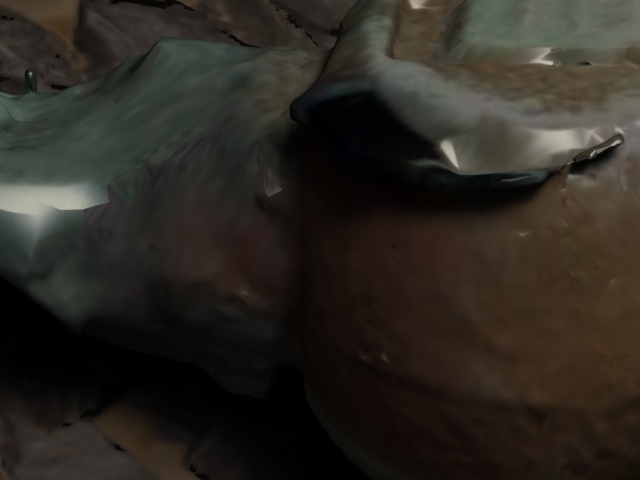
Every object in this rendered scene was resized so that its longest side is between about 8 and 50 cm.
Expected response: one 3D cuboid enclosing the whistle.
[{"bbox_3d":[0.000,0.000,0.573,0.348,0.189,0.189,4,48,7],"label":"whistle"}]
